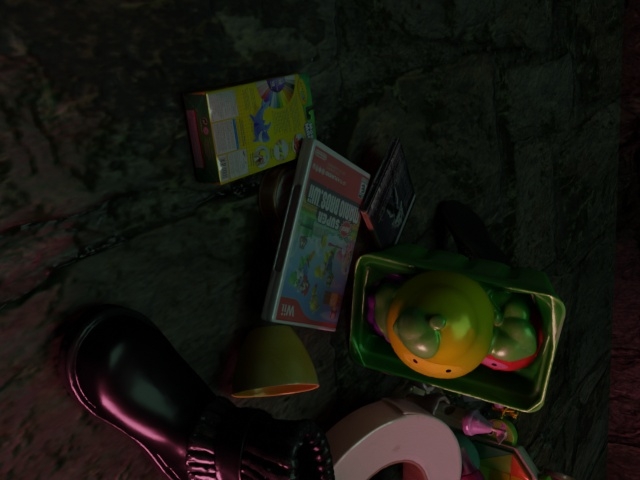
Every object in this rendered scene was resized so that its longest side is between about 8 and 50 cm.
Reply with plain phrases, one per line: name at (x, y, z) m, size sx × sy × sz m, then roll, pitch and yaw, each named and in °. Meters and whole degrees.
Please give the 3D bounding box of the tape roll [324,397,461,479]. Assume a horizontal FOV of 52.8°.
tape roll at (0.104, 0.487, 1.210) m, size 0.392 × 0.072 × 0.392 m, roll -11°, pitch 111°, yaw -32°

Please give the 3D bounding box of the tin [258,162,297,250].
tin at (-0.039, -0.037, 1.055) m, size 0.106 × 0.040 × 0.190 m, roll -50°, pitch 132°, yaw -40°

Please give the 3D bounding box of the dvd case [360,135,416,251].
dvd case at (0.134, -0.070, 1.237) m, size 0.165 × 0.018 × 0.221 m, roll -66°, pitch 154°, yaw -20°

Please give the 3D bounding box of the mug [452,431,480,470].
mug at (0.299, 0.525, 1.515) m, size 0.097 × 0.129 × 0.158 m, roll -9°, pitch 139°, yaw -52°

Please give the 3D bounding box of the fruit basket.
fruit basket at (0.218, 0.156, 1.117) m, size 0.392 × 0.392 × 0.283 m, roll -28°, pitch 129°, yaw -46°

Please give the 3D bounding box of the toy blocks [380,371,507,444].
toy blocks at (0.323, 0.312, 1.391) m, size 0.288 × 0.260 × 0.309 m, roll -43°, pitch 127°, yaw -39°

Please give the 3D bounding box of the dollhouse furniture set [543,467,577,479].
dollhouse furniture set at (0.529, 0.754, 1.620) m, size 0.256 × 0.394 × 0.362 m, roll 36°, pitch 69°, yaw -48°

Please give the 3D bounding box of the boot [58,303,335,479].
boot at (-0.137, 0.224, 0.794) m, size 0.131 × 0.260 × 0.348 m, roll -55°, pitch 135°, yaw -30°

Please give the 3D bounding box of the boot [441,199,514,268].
boot at (0.322, 0.044, 1.473) m, size 0.085 × 0.236 × 0.179 m, roll -19°, pitch 155°, yaw -32°

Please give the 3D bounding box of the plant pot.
plant pot at (-0.073, 0.184, 0.992) m, size 0.134 × 0.134 × 0.095 m, roll 18°, pitch 60°, yaw -51°

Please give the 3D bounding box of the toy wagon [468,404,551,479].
toy wagon at (0.407, 0.567, 1.536) m, size 0.068 × 0.267 × 0.345 m, roll 6°, pitch 91°, yaw -52°

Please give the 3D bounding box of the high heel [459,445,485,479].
high heel at (0.270, 0.531, 1.388) m, size 0.082 × 0.244 × 0.117 m, roll -8°, pitch 62°, yaw -34°

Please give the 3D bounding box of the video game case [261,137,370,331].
video game case at (0.000, 0.000, 1.055) m, size 0.204 × 0.025 × 0.285 m, roll 21°, pitch 81°, yaw -58°

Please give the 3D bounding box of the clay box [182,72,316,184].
clay box at (-0.093, -0.171, 0.947) m, size 0.222 × 0.053 × 0.128 m, roll -27°, pitch 118°, yaw -48°
